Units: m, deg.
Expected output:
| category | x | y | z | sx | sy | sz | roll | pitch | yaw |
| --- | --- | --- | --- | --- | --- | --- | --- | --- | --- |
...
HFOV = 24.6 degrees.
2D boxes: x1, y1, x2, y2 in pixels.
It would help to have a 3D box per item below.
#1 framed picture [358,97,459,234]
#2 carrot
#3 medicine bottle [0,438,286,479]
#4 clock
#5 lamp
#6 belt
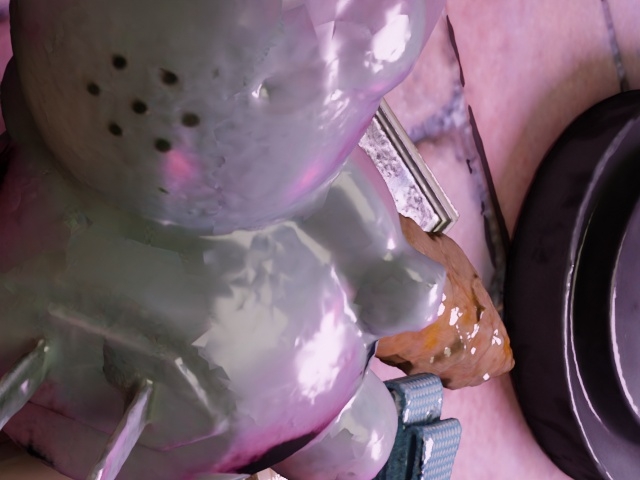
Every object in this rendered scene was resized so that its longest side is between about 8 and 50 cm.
| category | x | y | z | sx | sy | sz | roll | pitch | yaw |
| --- | --- | --- | --- | --- | --- | --- | --- | --- | --- |
| framed picture | 0.000 | 0.000 | 0.885 | 0.183 | 0.011 | 0.142 | -47 | 123 | -19 |
| carrot | 0.042 | 0.035 | 0.871 | 0.263 | 0.102 | 0.102 | 32 | 73 | -43 |
| medicine bottle | -0.112 | 0.145 | 0.751 | 0.252 | 0.114 | 0.114 | -15 | 104 | -39 |
| clock | 0.266 | 0.040 | 1.096 | 0.325 | 0.067 | 0.325 | -4 | 97 | -40 |
| lamp | -0.065 | -0.013 | 0.628 | 0.247 | 0.247 | 0.301 | -64 | 171 | -53 |
| belt | 0.032 | 0.162 | 0.867 | 0.065 | 0.100 | 0.179 | -4 | 104 | -50 |
